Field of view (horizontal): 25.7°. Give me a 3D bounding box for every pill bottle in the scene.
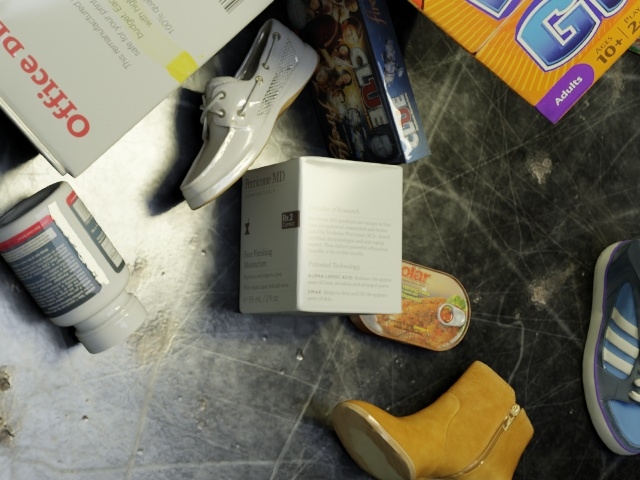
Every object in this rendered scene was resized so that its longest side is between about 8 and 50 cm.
[{"bbox_3d":[-0.278,0.034,1.572,0.108,0.108,0.180,-41,108,-27],"label":"pill bottle"}]

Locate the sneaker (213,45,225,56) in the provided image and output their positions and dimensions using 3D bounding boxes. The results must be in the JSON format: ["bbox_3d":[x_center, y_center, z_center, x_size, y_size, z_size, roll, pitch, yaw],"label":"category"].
[{"bbox_3d":[-0.154,-0.358,1.684,0.106,0.101,0.267,7,82,-29],"label":"sneaker"}]

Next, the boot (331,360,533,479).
[{"bbox_3d":[0.154,0.236,1.841,0.295,0.104,0.211,47,59,-26],"label":"boot"}]

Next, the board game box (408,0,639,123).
[{"bbox_3d":[0.218,-0.432,1.648,0.356,0.356,0.356,-47,133,13],"label":"board game box"}]

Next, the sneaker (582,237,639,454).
[{"bbox_3d":[0.494,0.145,1.969,0.130,0.236,0.323,5,84,-31],"label":"sneaker"}]

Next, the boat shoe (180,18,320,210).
[{"bbox_3d":[-0.106,-0.158,1.705,0.096,0.098,0.277,44,57,-21],"label":"boat shoe"}]

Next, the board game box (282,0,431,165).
[{"bbox_3d":[0.043,-0.209,1.757,0.042,0.165,0.243,-21,97,-31],"label":"board game box"}]

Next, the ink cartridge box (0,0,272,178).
[{"bbox_3d":[-0.235,-0.302,1.521,0.384,0.160,0.279,-43,116,-9],"label":"ink cartridge box"}]

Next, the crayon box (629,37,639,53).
[{"bbox_3d":[0.402,-0.474,2.036,0.363,0.106,0.313,16,79,-30],"label":"crayon box"}]

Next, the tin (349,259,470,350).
[{"bbox_3d":[0.116,0.084,1.857,0.189,0.040,0.106,18,81,-30],"label":"tin"}]

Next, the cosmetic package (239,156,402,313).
[{"bbox_3d":[0.000,0.000,1.722,0.151,0.151,0.184,3,84,-31],"label":"cosmetic package"}]
